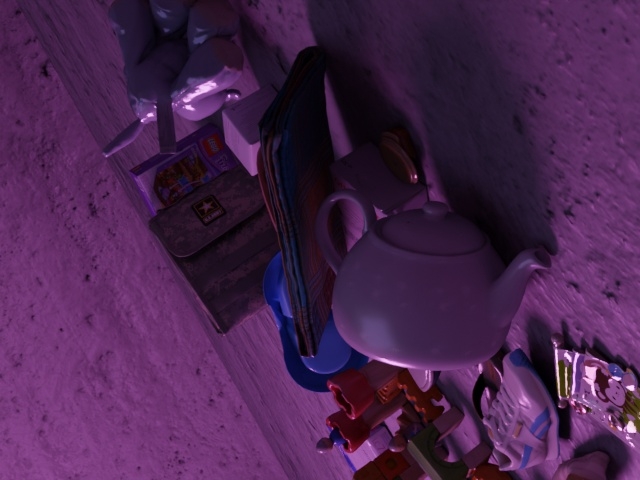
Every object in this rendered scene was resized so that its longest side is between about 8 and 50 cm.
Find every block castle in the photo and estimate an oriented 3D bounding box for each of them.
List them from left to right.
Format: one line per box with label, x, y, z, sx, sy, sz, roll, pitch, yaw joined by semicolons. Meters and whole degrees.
block castle;0.181;0.442;2.048;0.453;0.212;0.303;51;163;21

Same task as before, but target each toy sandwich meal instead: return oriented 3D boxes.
toy sandwich meal;0.111;-0.116;1.537;0.085;0.029;0.085;47;164;18

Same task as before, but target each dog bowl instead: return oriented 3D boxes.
dog bowl;-0.012;0.135;2.105;0.074;0.165;0.297;-133;25;-72

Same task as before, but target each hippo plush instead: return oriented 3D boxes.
hippo plush;-0.202;-0.279;1.862;0.236;0.234;0.294;3;-93;-70

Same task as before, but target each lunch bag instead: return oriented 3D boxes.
lunch bag;-0.180;0.011;2.250;0.287;0.235;0.169;56;169;2

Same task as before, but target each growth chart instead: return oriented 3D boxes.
growth chart;0.370;0.207;1.400;0.237;0.021;0.172;38;154;47

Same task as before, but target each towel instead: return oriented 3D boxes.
towel;-0.012;-0.057;1.596;0.271;0.040;0.370;-69;-25;-55

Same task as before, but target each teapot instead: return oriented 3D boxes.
teapot;0.132;0.038;1.454;0.252;0.256;0.187;-111;23;-68

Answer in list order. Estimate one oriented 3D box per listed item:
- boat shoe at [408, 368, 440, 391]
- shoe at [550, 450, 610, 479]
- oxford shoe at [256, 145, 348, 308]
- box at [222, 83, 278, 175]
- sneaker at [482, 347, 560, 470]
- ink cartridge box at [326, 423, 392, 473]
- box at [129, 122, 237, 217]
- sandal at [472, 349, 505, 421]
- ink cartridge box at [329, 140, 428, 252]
boat shoe;0.173;0.150;1.762;0.095;0.079;0.255;49;160;34
shoe;0.374;0.349;1.609;0.076;0.058;0.219;22;161;8
oxford shoe;0.000;0.000;1.888;0.397;0.140;0.146;62;168;-13
box;-0.100;-0.185;1.887;0.087;0.102;0.101;52;162;22
sneaker;0.279;0.246;1.583;0.087;0.092;0.229;-113;5;-50
ink cartridge box;0.121;0.504;2.613;0.186;0.065;0.311;59;162;-7
box;-0.247;-0.070;2.357;0.057;0.201;0.293;30;148;57
sandal;0.264;0.243;1.704;0.090;0.060;0.219;40;157;46
ink cartridge box;0.093;-0.028;1.651;0.139;0.082;0.191;44;157;38
